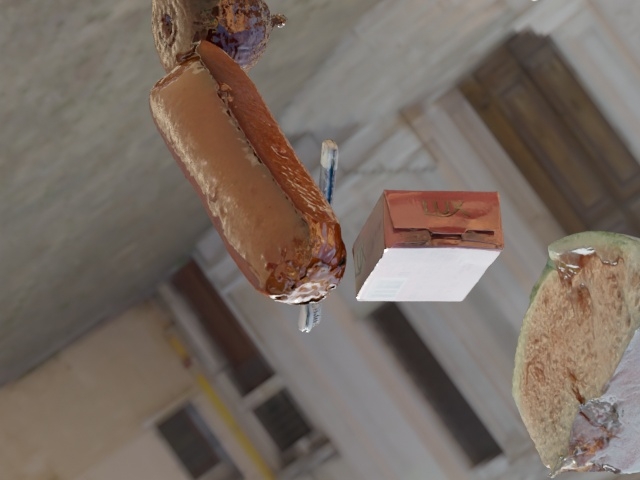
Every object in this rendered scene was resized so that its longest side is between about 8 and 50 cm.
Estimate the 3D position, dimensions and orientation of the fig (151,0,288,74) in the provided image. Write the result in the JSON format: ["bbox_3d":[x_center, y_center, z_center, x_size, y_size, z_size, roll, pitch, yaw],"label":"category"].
[{"bbox_3d":[-0.092,-0.239,1.746,0.201,0.146,0.133,1,179,-43],"label":"fig"}]

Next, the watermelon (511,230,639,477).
[{"bbox_3d":[0.314,0.101,1.585,0.180,0.224,0.305,-53,165,-49],"label":"watermelon"}]

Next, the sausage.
[{"bbox_3d":[-0.067,-0.061,1.386,0.102,0.330,0.102,-16,135,-17],"label":"sausage"}]

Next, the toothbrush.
[{"bbox_3d":[0.000,0.000,1.725,0.026,0.024,0.288,-22,140,-27],"label":"toothbrush"}]

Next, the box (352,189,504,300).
[{"bbox_3d":[0.095,0.007,1.387,0.111,0.060,0.156,2,160,-11],"label":"box"}]
